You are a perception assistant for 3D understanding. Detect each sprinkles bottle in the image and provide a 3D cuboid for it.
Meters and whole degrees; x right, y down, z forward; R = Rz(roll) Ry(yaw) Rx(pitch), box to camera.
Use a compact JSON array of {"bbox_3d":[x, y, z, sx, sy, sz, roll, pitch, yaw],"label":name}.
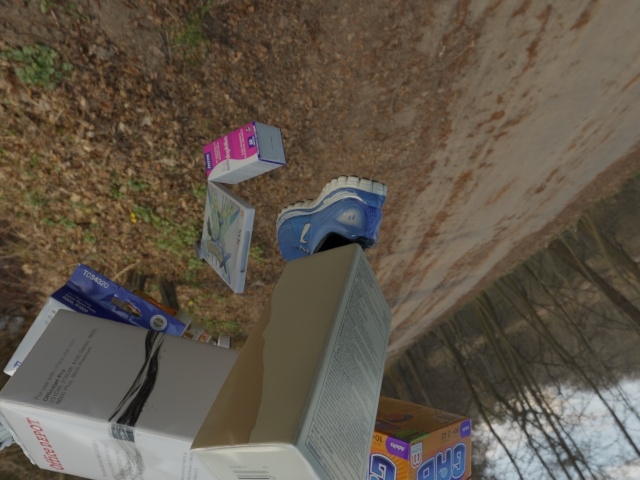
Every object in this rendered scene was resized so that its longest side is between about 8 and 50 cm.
[{"bbox_3d":[-0.277,0.490,1.959,0.356,0.121,0.121,4,151,-11],"label":"sprinkles bottle"}]

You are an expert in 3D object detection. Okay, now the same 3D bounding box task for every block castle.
[{"bbox_3d":[-0.545,0.360,1.488,0.212,0.303,0.453,-59,164,-25],"label":"block castle"}]

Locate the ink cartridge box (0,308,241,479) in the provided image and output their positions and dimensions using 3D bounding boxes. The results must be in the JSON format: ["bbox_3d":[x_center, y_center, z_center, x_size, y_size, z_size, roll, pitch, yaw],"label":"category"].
[{"bbox_3d":[-0.261,0.297,0.732,0.396,0.166,0.285,15,134,-5],"label":"ink cartridge box"}]

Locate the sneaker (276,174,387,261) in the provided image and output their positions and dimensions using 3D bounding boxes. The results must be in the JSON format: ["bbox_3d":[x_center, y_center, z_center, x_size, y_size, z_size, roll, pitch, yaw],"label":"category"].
[{"bbox_3d":[0.000,0.000,0.825,0.130,0.147,0.330,13,160,-23],"label":"sneaker"}]

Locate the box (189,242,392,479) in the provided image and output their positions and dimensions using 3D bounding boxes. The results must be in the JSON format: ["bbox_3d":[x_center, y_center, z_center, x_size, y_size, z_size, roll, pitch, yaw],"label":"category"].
[{"bbox_3d":[-0.006,0.153,0.534,0.121,0.147,0.311,-15,-154,25],"label":"box"}]

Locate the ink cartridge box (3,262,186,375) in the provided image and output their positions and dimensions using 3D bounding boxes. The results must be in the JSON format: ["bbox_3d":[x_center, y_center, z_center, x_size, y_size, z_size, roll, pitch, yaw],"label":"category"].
[{"bbox_3d":[-0.576,0.278,1.133,0.330,0.324,0.071,-56,-172,7],"label":"ink cartridge box"}]

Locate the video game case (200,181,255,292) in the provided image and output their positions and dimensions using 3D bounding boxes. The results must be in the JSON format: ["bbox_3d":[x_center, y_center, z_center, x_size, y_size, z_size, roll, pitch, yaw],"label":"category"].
[{"bbox_3d":[-0.331,-0.023,1.520,0.036,0.329,0.299,-3,114,-35],"label":"video game case"}]

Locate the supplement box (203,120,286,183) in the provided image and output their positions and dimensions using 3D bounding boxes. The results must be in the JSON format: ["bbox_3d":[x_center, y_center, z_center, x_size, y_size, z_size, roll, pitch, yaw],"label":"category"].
[{"bbox_3d":[-0.223,-0.249,1.279,0.220,0.111,0.114,-15,172,35],"label":"supplement box"}]

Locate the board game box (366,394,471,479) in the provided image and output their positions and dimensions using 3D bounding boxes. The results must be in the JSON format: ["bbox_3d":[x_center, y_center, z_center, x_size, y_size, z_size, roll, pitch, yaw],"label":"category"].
[{"bbox_3d":[0.219,0.720,1.361,0.357,0.355,0.357,-3,172,44],"label":"board game box"}]

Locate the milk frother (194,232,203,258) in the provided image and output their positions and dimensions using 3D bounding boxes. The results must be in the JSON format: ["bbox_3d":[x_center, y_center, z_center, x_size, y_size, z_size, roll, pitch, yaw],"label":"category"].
[{"bbox_3d":[-0.480,-0.001,1.911,0.135,0.143,0.129,-8,115,-26],"label":"milk frother"}]

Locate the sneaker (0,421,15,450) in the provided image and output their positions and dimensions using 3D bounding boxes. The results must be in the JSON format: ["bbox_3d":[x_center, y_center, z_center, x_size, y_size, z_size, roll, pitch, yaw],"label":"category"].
[{"bbox_3d":[-0.569,0.327,0.840,0.292,0.110,0.118,12,114,-45],"label":"sneaker"}]
